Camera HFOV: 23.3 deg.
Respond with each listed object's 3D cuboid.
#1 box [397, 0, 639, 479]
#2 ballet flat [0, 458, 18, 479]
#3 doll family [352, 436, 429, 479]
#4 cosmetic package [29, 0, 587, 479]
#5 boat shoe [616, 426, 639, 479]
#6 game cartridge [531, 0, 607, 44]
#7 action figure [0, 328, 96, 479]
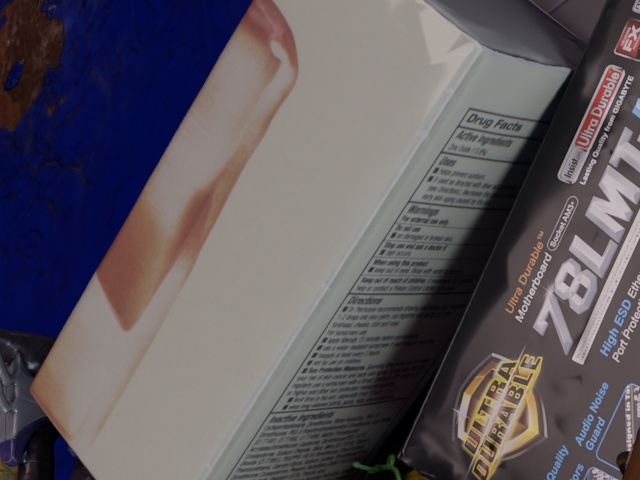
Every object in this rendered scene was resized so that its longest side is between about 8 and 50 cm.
[{"bbox_3d":[0.212,0.025,0.624,0.293,0.073,0.296,26,92,38],"label":"box"},{"bbox_3d":[-0.285,0.255,1.088,0.123,0.123,0.349,-16,60,44],"label":"ballet flat"},{"bbox_3d":[0.069,0.143,0.776,0.193,0.076,0.111,-12,61,33],"label":"doll family"},{"bbox_3d":[0.000,0.000,0.773,0.129,0.153,0.296,46,113,29],"label":"cosmetic package"},{"bbox_3d":[0.156,0.105,0.542,0.307,0.110,0.104,-46,52,5],"label":"boat shoe"},{"bbox_3d":[0.044,-0.043,0.913,0.355,0.068,0.230,-37,43,31],"label":"game cartridge"},{"bbox_3d":[-0.175,0.197,1.007,0.185,0.099,0.285,-13,65,30],"label":"action figure"}]
